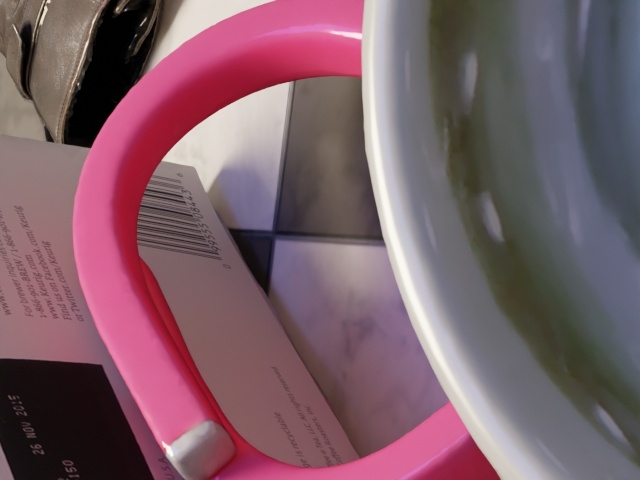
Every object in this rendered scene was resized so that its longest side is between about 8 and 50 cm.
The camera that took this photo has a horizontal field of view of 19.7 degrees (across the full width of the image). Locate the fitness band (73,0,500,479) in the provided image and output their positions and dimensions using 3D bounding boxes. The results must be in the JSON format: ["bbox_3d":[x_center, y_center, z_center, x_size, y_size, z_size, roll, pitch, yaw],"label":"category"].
[{"bbox_3d":[0.000,0.000,0.815,0.209,0.054,0.291,-35,47,2],"label":"fitness band"}]

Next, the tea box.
[{"bbox_3d":[-0.158,0.168,0.949,0.323,0.220,0.329,-61,39,28],"label":"tea box"}]

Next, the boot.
[{"bbox_3d":[-0.158,-0.201,1.169,0.229,0.091,0.263,40,120,45],"label":"boot"}]

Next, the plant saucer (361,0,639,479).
[{"bbox_3d":[0.198,-0.063,0.542,0.400,0.100,0.401,-3,85,37],"label":"plant saucer"}]
